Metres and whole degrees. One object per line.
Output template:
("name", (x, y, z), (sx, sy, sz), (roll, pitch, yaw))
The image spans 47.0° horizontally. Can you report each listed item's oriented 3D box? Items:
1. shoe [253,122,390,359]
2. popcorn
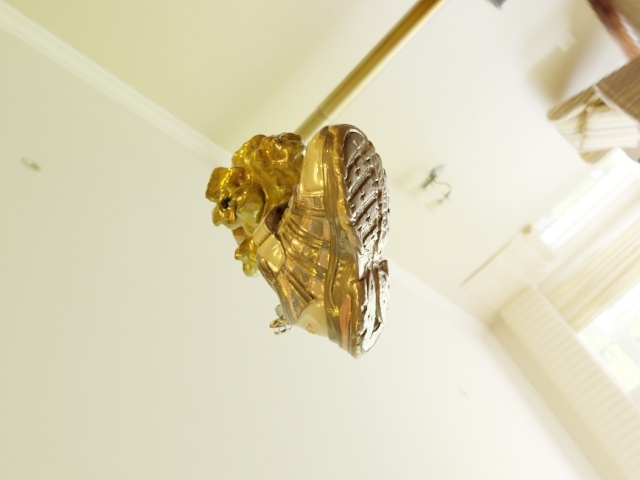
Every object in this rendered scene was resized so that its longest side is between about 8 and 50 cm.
("shoe", (0.000, 0.000, 0.567), (0.089, 0.092, 0.180), (-36, -55, -60))
("popcorn", (-0.065, -0.047, 1.061), (0.169, 0.189, 0.218), (35, -151, -61))
